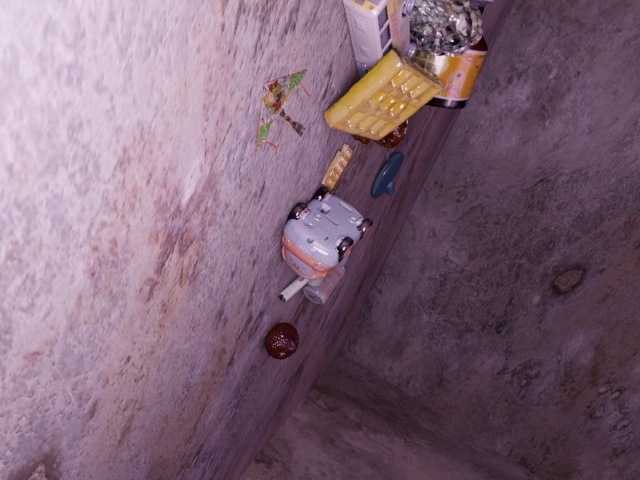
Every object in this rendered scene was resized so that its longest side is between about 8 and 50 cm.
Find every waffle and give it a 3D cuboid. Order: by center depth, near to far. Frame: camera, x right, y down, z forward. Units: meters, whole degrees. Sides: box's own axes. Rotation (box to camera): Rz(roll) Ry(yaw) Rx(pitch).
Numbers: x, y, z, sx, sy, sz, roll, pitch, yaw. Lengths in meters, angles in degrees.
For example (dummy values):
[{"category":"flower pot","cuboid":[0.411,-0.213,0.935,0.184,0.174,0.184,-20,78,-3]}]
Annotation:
[{"category":"waffle","cuboid":[0.155,-0.334,1.078,0.221,0.055,0.248,-37,162,32]},{"category":"waffle","cuboid":[0.050,-0.212,1.295,0.135,0.021,0.092,-62,165,5]}]

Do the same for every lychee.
[{"category":"lychee","cuboid":[-0.130,0.348,1.566,0.129,0.123,0.123,-56,167,-49]}]

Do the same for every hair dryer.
[{"category":"hair dryer","cuboid":[-0.057,0.142,1.519,0.236,0.073,0.131,-43,158,-41]}]

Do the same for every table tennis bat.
[{"category":"table tennis bat","cuboid":[0.291,-0.262,1.931,0.215,0.044,0.329,-55,165,-3]}]

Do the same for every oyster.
[{"category":"oyster","cuboid":[0.263,-0.530,1.036,0.252,0.199,0.087,56,16,-38]}]

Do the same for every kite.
[{"category":"kite","cuboid":[-0.070,-0.244,0.884,0.198,0.006,0.244,-60,165,-1]}]

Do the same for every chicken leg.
[{"category":"chicken leg","cuboid":[0.178,-0.341,1.378,0.304,0.093,0.113,-17,118,-57]}]

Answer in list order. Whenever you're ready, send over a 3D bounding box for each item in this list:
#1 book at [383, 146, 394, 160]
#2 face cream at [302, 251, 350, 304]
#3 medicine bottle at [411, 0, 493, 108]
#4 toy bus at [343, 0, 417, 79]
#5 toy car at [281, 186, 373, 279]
[{"category":"book","cuboid":[0.279,-0.387,1.725,0.127,0.014,0.182,-59,165,-2]},{"category":"face cream","cuboid":[0.039,0.122,1.720,0.251,0.101,0.101,-53,163,-28]},{"category":"medicine bottle","cuboid":[0.329,-0.560,1.188,0.242,0.243,0.394,-40,145,-52]},{"category":"toy bus","cuboid":[0.138,-0.451,1.000,0.138,0.097,0.342,-57,164,-4]},{"category":"toy car","cuboid":[0.000,0.000,1.259,0.270,0.181,0.212,-42,166,-51]}]
